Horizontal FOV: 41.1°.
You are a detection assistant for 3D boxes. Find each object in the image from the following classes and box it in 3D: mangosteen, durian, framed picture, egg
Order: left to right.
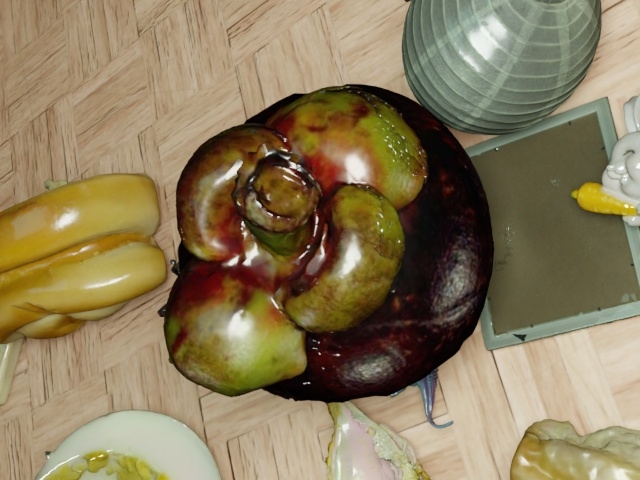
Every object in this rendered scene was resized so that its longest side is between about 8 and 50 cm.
[{"bbox_3d":[-0.258,0.372,1.237,0.270,0.162,0.206,22,53,8],"label":"egg"},{"bbox_3d":[0.012,0.018,0.974,0.380,0.421,0.381,3,106,9],"label":"mangosteen"},{"bbox_3d":[0.067,0.272,1.080,0.140,0.078,0.224,-58,40,24],"label":"durian"},{"bbox_3d":[0.277,-0.018,1.043,0.216,0.016,0.274,-18,67,31],"label":"framed picture"}]

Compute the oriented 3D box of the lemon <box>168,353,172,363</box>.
[{"bbox_3d":[-0.184,0.150,1.297,0.111,0.082,0.082,-51,53,13],"label":"lemon"}]

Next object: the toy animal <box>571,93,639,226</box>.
[{"bbox_3d":[0.364,-0.080,0.956,0.182,0.127,0.131,64,152,17],"label":"toy animal"}]

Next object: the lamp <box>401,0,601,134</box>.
[{"bbox_3d":[0.219,-0.251,1.014,0.233,0.265,0.233,42,147,36],"label":"lamp"}]

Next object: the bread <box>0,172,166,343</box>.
[{"bbox_3d":[-0.445,0.028,1.465,0.423,0.329,0.245,-22,105,30],"label":"bread"}]

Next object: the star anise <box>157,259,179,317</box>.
[{"bbox_3d":[-0.108,0.057,1.268,0.271,0.103,0.272,-16,42,15],"label":"star anise"}]

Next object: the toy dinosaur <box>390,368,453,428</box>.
[{"bbox_3d":[0.109,0.166,1.093,0.080,0.045,0.197,-39,47,11],"label":"toy dinosaur"}]

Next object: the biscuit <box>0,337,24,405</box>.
[{"bbox_3d":[-0.597,0.218,1.604,0.056,0.052,0.188,11,83,22],"label":"biscuit"}]

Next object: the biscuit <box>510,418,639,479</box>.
[{"bbox_3d":[0.320,0.293,0.869,0.274,0.091,0.213,9,79,37],"label":"biscuit"}]
